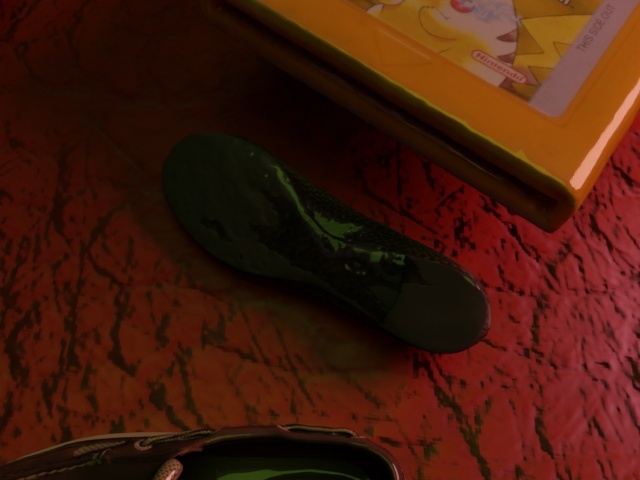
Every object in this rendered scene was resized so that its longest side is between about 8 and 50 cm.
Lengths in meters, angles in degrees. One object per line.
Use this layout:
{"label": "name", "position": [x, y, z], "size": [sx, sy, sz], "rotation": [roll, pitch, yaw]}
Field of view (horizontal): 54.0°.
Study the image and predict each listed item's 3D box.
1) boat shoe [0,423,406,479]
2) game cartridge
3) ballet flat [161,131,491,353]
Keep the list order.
{"label": "boat shoe", "position": [-0.081, 0.133, 0.316], "size": [0.258, 0.095, 0.095], "rotation": [-7, 61, -9]}
{"label": "game cartridge", "position": [0.123, -0.198, 0.461], "size": [0.285, 0.052, 0.323], "rotation": [34, 65, 12]}
{"label": "ballet flat", "position": [0.000, 0.000, 0.429], "size": [0.250, 0.058, 0.084], "rotation": [27, 97, 16]}
